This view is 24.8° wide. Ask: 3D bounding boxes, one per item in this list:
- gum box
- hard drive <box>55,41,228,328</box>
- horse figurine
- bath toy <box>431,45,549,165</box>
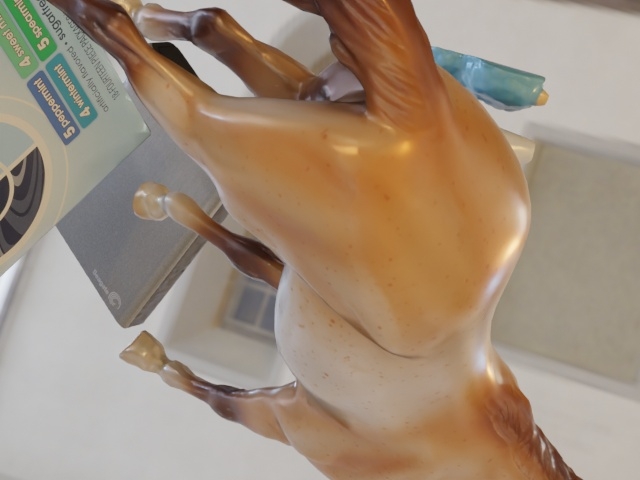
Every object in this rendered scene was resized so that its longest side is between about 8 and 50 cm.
[{"bbox_3d":[-0.180,-0.046,0.655,0.041,0.184,0.157,29,-23,37],"label":"gum box"},{"bbox_3d":[-0.096,-0.028,0.800,0.022,0.135,0.094,-13,61,-48],"label":"hard drive"},{"bbox_3d":[0.000,0.000,0.384,0.174,0.066,0.263,28,-32,28],"label":"horse figurine"},{"bbox_3d":[0.106,-0.007,1.387,0.129,0.348,0.151,16,-6,-5],"label":"bath toy"}]
